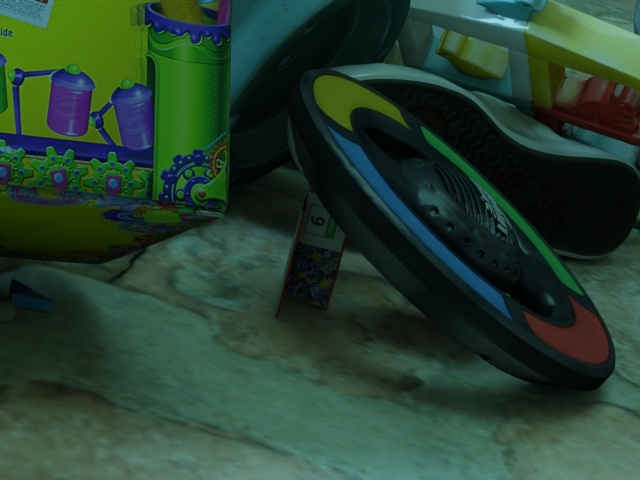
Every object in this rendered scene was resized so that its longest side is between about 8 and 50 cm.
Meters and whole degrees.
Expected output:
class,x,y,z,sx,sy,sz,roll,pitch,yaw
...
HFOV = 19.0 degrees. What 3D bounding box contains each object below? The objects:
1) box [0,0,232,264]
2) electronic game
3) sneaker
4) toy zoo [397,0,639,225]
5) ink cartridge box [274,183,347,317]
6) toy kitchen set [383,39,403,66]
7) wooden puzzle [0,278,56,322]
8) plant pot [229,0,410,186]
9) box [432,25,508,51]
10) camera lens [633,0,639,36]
class,x,y,z,sx,sy,sz,roll,pitch,yaw
box,-0.201,-0.146,0.839,0.290,0.279,0.177,6,-10,-25
electronic game,0.071,-0.008,1.020,0.229,0.048,0.229,40,16,-14
sneaker,0.071,-0.051,1.230,0.290,0.106,0.123,17,9,-42
toy zoo,0.148,-0.099,1.297,0.192,0.030,0.293,20,-16,15
ink cartridge box,0.000,0.000,1.039,0.029,0.063,0.115,15,17,0
toy kitchen set,-0.035,-0.127,1.406,0.166,0.122,0.207,18,-4,9
wooden puzzle,-0.187,0.019,0.891,0.078,0.014,0.116,29,20,38
plant pot,-0.069,-0.158,1.183,0.196,0.293,0.293,45,25,15
box,0.133,-0.194,1.764,0.130,0.091,0.170,15,16,-4
camera lens,0.409,-0.182,1.750,0.219,0.219,0.274,15,16,-2
